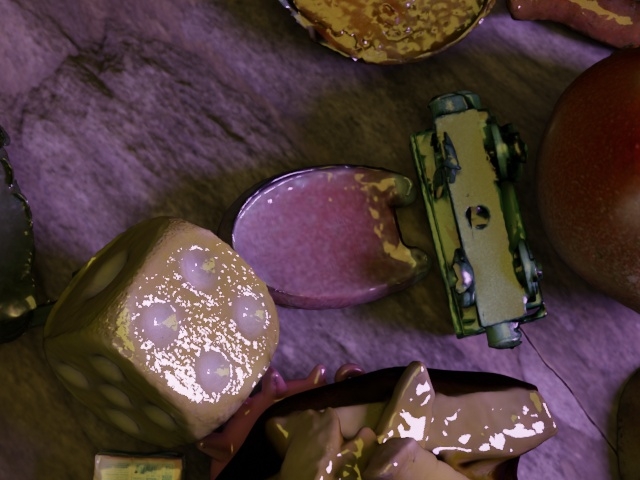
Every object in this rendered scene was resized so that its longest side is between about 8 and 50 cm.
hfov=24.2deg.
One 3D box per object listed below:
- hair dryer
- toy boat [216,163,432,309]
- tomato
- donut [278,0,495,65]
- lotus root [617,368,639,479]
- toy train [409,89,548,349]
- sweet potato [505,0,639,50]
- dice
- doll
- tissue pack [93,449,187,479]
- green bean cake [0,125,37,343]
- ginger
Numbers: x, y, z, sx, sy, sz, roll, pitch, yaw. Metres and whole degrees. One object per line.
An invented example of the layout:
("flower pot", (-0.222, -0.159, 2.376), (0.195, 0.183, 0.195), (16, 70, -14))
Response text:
("hair dryer", (-0.281, 0.076, 1.574), (0.150, 0.047, 0.071), (-15, 84, 2))
("toy boat", (0.000, 0.000, 1.585), (0.227, 0.085, 0.155), (-7, 79, -15))
("tomato", (0.359, -0.041, 1.493), (0.303, 0.303, 0.239), (40, 106, 3))
("donut", (0.067, -0.313, 1.614), (0.272, 0.107, 0.272), (0, 87, 0))
("lotus root", (0.409, 0.213, 1.564), (0.183, 0.078, 0.204), (0, 80, -3))
("toy train", (0.170, -0.020, 1.543), (0.115, 0.154, 0.269), (-14, 83, 4))
("sweet potato", (0.389, -0.233, 1.615), (0.385, 0.109, 0.109), (7, 82, 11))
("dice", (-0.158, 0.091, 1.483), (0.169, 0.169, 0.166), (46, 58, -20))
("doll", (-0.036, 0.236, 1.526), (0.211, 0.093, 0.262), (44, 86, -20))
("tissue pack", (-0.186, 0.254, 1.542), (0.094, 0.059, 0.074), (4, 84, -1))
("green bean cake", (-0.422, 0.001, 1.513), (0.255, 0.132, 0.241), (-13, 72, -20))
("ginger", (0.080, 0.311, 1.421), (0.413, 0.211, 0.358), (-20, 107, -16))
